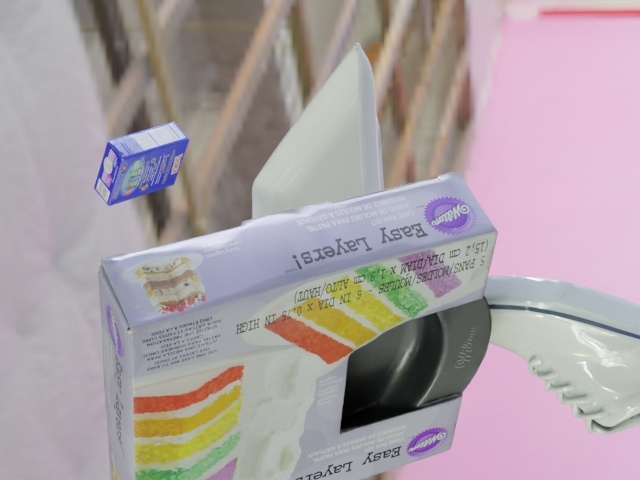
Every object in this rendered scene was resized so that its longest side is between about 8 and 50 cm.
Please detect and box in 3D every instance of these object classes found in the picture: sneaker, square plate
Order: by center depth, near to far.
[{"bbox_3d":[0.202,0.091,1.178,0.094,0.258,0.091,64,-138,-68],"label":"sneaker"},{"bbox_3d":[0.000,0.000,1.908,0.344,0.049,0.347,131,142,-53],"label":"square plate"}]

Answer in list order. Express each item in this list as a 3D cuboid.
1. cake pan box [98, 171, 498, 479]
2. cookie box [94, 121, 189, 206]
[{"bbox_3d":[-0.015,0.084,1.100,0.245,0.267,0.070,99,150,-47],"label":"cake pan box"},{"bbox_3d":[-0.233,-0.100,2.109,0.107,0.040,0.092,-20,-31,-36],"label":"cookie box"}]
